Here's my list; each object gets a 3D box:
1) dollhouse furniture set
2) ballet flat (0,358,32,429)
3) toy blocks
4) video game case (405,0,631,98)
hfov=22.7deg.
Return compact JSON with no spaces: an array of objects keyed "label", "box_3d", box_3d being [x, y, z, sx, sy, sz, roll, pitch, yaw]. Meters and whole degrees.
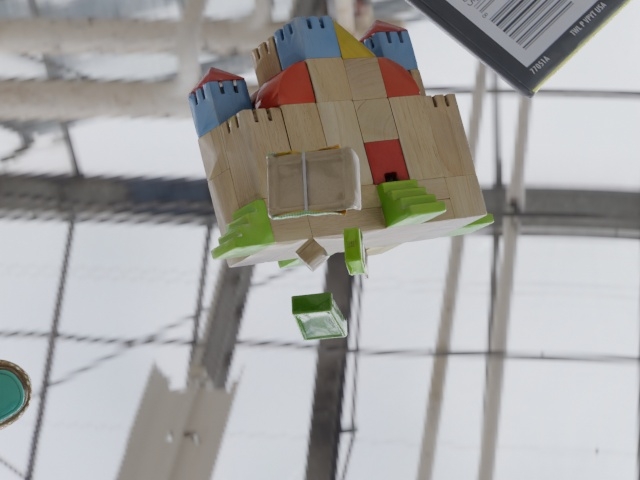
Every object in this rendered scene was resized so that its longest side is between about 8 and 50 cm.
[{"label":"dollhouse furniture set","box_3d":[0.000,0.000,1.303,0.076,0.058,0.151,-7,-115,8]},{"label":"ballet flat","box_3d":[-0.328,0.153,1.279,0.206,0.073,0.067,-19,-175,-8]},{"label":"toy blocks","box_3d":[0.012,-0.123,1.736,0.381,0.191,0.261,-8,-101,-35]},{"label":"video game case","box_3d":[0.082,-0.226,0.684,0.248,0.275,0.035,-44,-153,22]}]
